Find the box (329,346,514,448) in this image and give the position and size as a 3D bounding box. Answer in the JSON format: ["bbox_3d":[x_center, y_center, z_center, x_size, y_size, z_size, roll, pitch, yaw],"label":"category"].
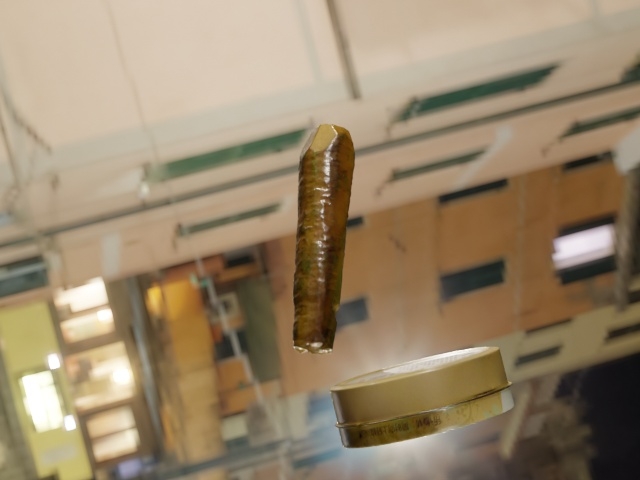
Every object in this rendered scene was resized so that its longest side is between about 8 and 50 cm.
[{"bbox_3d":[0.058,0.090,0.899,0.105,0.105,0.037,159,-83,-80],"label":"box"}]

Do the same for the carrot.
[{"bbox_3d":[0.000,0.000,1.095,0.042,0.042,0.171,106,-11,-71],"label":"carrot"}]
